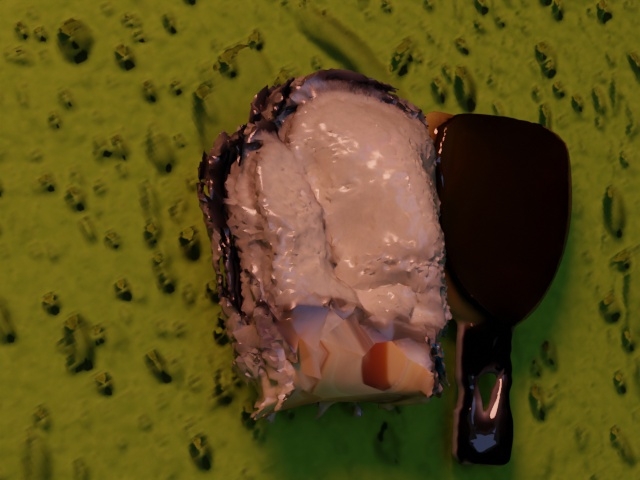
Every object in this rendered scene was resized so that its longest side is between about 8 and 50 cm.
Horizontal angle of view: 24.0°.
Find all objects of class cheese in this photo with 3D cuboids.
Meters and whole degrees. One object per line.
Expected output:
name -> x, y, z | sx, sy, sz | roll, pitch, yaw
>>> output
cheese -> 0.079, 0.023, 0.700 | 0.086, 0.036, 0.162 | 8, 77, -26

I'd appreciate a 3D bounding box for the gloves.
gloves -> 0.000, 0.001, 0.652 | 0.114, 0.070, 0.153 | -1, 80, -18
